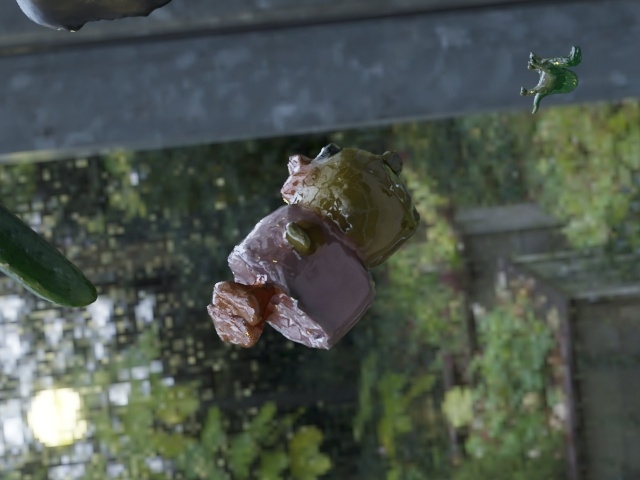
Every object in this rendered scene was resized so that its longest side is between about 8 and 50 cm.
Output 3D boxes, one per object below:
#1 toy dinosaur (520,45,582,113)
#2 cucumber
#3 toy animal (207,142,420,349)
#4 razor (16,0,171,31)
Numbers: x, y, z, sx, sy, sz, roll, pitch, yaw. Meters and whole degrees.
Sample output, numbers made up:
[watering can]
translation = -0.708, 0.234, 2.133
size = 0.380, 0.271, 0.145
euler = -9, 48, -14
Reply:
[toy dinosaur]
translation = 0.258, -0.176, 1.727
size = 0.119, 0.060, 0.029
euler = 96, -169, -51
[cucumber]
translation = -0.323, -0.005, 1.527
size = 0.250, 0.056, 0.056
euler = 40, -162, -20
[toy animal]
translation = 0.005, 0.001, 1.730
size = 0.281, 0.169, 0.195
euler = -59, -5, -24
[razor]
translation = -0.240, -0.339, 1.427
size = 0.327, 0.189, 0.107
euler = 74, -170, -54
